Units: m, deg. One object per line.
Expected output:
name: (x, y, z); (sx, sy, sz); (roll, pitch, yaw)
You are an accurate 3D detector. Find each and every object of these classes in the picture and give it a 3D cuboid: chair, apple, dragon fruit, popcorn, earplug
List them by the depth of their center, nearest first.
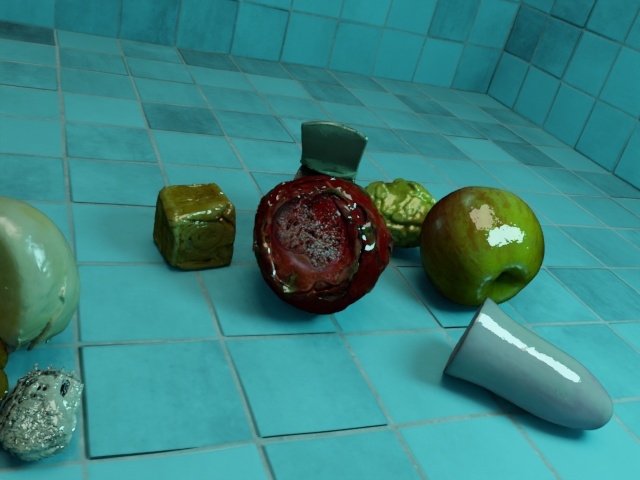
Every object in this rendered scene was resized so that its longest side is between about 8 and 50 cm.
earplug: (0.406, 0.258, 1.207); (0.301, 0.172, 0.172); (31, 31, 13)
dragon fruit: (0.000, 0.000, 1.314); (0.295, 0.296, 0.302); (18, 20, 4)
apple: (0.368, 0.027, 1.478); (0.301, 0.302, 0.302); (12, 28, -7)
chair: (0.009, -0.123, 1.483); (0.160, 0.186, 0.319); (17, -15, 2)
popcorn: (0.201, -0.061, 1.673); (0.203, 0.225, 0.201); (41, 30, -65)

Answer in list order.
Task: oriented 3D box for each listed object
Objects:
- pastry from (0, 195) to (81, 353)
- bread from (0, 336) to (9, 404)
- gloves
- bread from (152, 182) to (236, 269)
pastry: (-0.504, 0.053, 0.999); (0.264, 0.265, 0.133); (21, 17, 10)
bread: (-0.551, 0.179, 0.846); (0.246, 0.135, 0.232); (35, 59, 18)
gloves: (-0.399, 0.241, 0.895); (0.114, 0.070, 0.153); (10, 31, -12)
bread: (-0.275, -0.030, 1.383); (0.158, 0.149, 0.143); (-13, 36, -32)
